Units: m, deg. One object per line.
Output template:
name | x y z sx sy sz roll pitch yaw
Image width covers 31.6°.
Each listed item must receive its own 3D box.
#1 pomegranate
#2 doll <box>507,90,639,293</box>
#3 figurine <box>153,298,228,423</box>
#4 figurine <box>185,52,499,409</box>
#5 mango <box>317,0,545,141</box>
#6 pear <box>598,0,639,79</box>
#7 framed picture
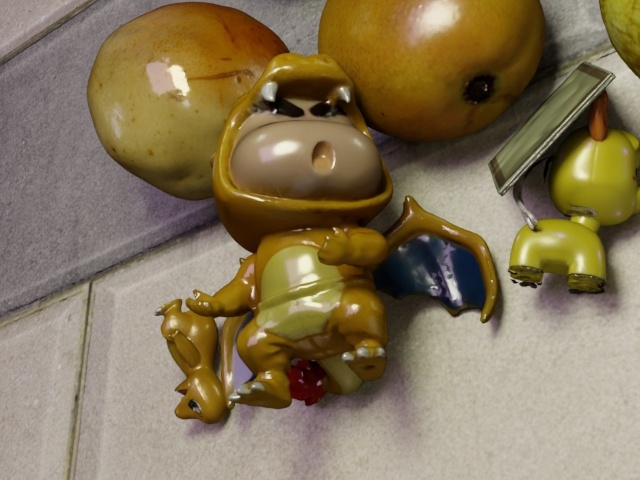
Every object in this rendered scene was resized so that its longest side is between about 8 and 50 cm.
pomegranate | -0.187 -0.204 1.645 0.319 0.319 0.319 -23 53 34
doll | 0.281 -0.053 1.223 0.135 0.143 0.221 12 80 15
figurine | -0.151 0.164 1.555 0.122 0.121 0.176 -15 69 7
figurine | -0.034 0.011 1.368 0.401 0.268 0.387 -29 59 35
mango | 0.120 -0.262 1.430 0.264 0.221 0.378 -62 31 7
pear | 0.414 -0.268 1.108 0.283 0.283 0.283 -23 53 34
framed picture | 0.252 -0.130 1.266 0.173 0.010 0.231 -48 4 14
